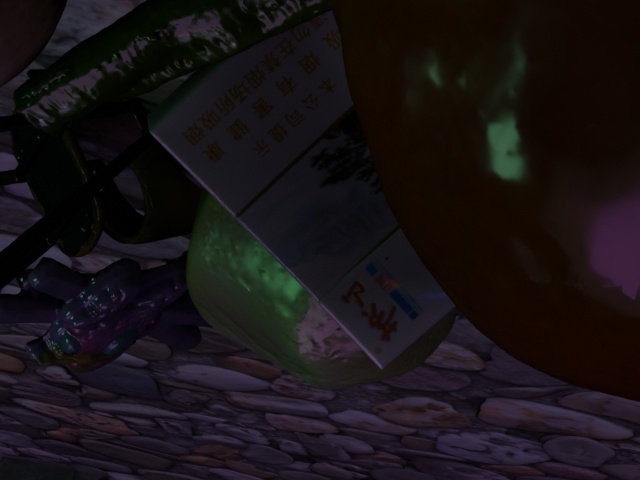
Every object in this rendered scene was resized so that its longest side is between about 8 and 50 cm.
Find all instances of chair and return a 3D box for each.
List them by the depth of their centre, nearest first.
[{"bbox_3d":[-0.222,-0.040,1.262,0.247,0.172,0.159,-28,175,-26],"label":"chair"}]

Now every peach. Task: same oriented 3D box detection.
[{"bbox_3d":[0.159,-0.101,0.628,0.301,0.343,0.343,-24,146,22],"label":"peach"}]

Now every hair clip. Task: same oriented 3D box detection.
[{"bbox_3d":[-0.148,0.049,1.210,0.137,0.090,0.278,-33,171,22],"label":"hair clip"}]

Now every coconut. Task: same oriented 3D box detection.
[{"bbox_3d":[0.000,0.000,1.163,0.236,0.204,0.236,38,167,10],"label":"coconut"}]

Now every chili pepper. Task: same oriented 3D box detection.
[{"bbox_3d":[-0.022,-0.143,0.883,0.359,0.076,0.085,-18,-178,22],"label":"chili pepper"}]

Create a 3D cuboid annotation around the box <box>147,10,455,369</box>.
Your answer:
[{"bbox_3d":[0.017,-0.045,0.998,0.233,0.149,0.067,46,-173,-16],"label":"box"}]

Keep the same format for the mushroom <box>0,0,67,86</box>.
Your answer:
[{"bbox_3d":[-0.267,-0.160,0.917,0.255,0.184,0.255,-27,179,0],"label":"mushroom"}]
